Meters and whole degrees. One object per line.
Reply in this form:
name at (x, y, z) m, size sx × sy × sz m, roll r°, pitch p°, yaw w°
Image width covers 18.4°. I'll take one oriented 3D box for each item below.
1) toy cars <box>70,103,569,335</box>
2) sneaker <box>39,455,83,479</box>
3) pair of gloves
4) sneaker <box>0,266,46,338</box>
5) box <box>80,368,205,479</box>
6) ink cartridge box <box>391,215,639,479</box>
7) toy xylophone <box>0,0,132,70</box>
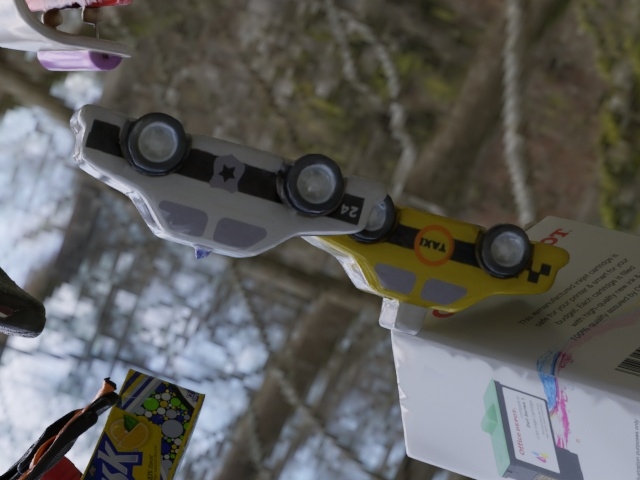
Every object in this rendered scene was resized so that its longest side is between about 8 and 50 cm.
toy cars at (0.000, 0.000, 1.246) m, size 0.176 × 0.087 × 0.394 m, roll 12°, pitch 176°, yaw 40°
sneaker at (-0.168, 0.204, 1.477) m, size 0.067 × 0.118 × 0.042 m, roll -10°, pitch -154°, yaw 50°
pair of gloves at (-0.112, 0.085, 0.808) m, size 0.010 × 0.074 × 0.083 m, roll 46°, pitch 176°, yaw -5°
sneaker at (-0.354, -0.030, 1.840) m, size 0.281 × 0.162 × 0.106 m, roll 26°, pitch 174°, yaw 13°
box at (-0.132, 0.169, 1.341) m, size 0.059 × 0.054 × 0.169 m, roll 19°, pitch -139°, yaw 1°
ink cartridge box at (0.218, 0.094, 1.371) m, size 0.278 × 0.117 × 0.201 m, roll 15°, pitch -147°, yaw 38°
toy xylophone at (-0.179, -0.257, 1.247) m, size 0.081 × 0.322 × 0.236 m, roll -9°, pitch -164°, yaw -28°
